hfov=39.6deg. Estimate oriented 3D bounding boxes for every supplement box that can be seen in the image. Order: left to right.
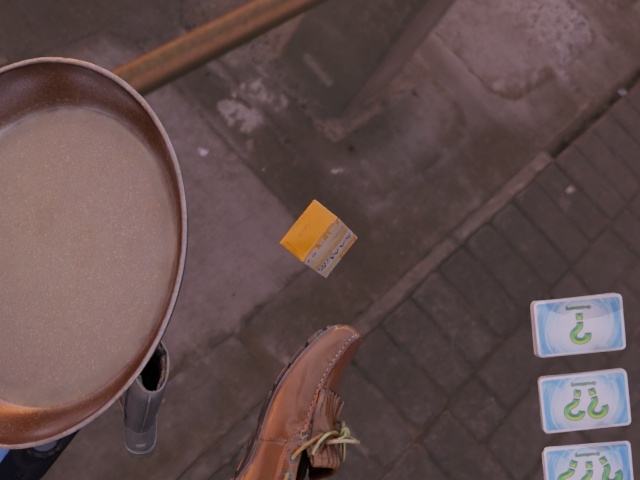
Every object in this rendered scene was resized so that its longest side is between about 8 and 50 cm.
[{"bbox_3d":[0.000,0.000,0.984,0.036,0.098,0.062,38,90,20],"label":"supplement box"}]

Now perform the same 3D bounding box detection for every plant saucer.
[{"bbox_3d":[-0.229,0.008,0.716,0.050,0.310,0.311,19,44,-64],"label":"plant saucer"}]

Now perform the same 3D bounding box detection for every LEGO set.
[{"bbox_3d":[0.310,0.133,0.750,0.244,0.060,0.182,-5,93,2],"label":"LEGO set"}]

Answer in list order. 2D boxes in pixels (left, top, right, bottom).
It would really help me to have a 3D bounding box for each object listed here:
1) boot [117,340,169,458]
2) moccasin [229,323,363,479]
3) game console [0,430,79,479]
[{"bbox_3d":[-0.275,0.211,1.362,0.076,0.208,0.190,-9,48,-17],"label":"boot"},{"bbox_3d":[-0.025,0.289,1.208,0.147,0.139,0.380,20,60,15],"label":"moccasin"},{"bbox_3d":[-0.507,0.199,1.288,0.386,0.342,0.060,32,18,-35],"label":"game console"}]
